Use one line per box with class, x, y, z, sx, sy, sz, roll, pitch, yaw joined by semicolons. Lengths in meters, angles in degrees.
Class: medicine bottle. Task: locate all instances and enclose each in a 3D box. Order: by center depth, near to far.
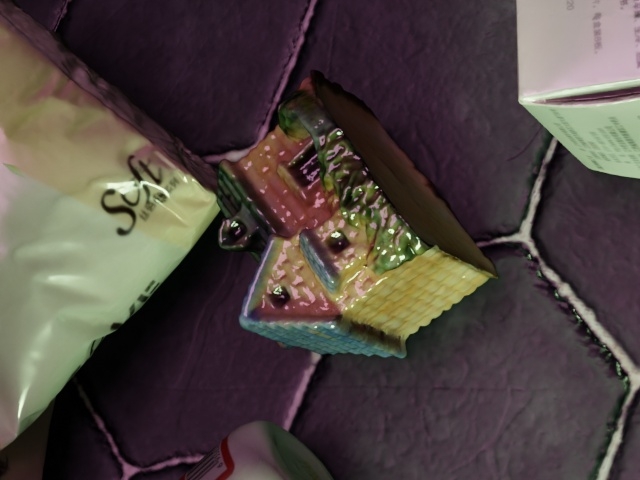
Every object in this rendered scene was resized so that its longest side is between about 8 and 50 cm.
medicine bottle;-0.096;0.258;1.072;0.250;0.131;0.131;-43;64;8

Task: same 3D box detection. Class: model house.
model house;0.000;0.000;1.080;0.172;0.166;0.183;-40;63;16

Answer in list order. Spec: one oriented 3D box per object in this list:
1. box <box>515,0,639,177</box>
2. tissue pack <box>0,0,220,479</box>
box;0.229;-0.223;1.014;0.145;0.173;0.332;-7;75;26
tissue pack;-0.309;-0.011;1.181;0.390;0.195;0.375;36;90;5
